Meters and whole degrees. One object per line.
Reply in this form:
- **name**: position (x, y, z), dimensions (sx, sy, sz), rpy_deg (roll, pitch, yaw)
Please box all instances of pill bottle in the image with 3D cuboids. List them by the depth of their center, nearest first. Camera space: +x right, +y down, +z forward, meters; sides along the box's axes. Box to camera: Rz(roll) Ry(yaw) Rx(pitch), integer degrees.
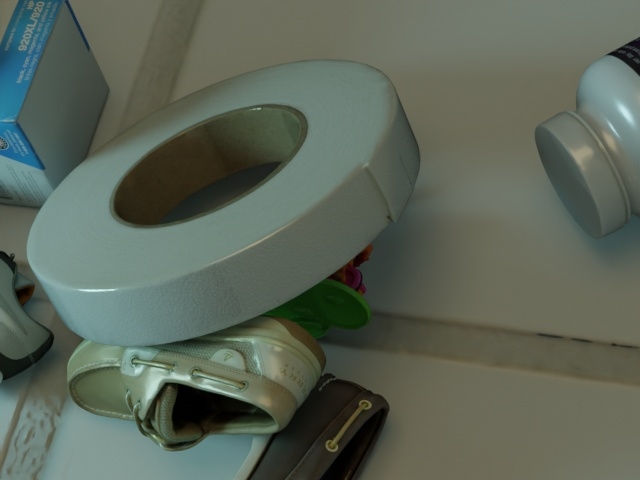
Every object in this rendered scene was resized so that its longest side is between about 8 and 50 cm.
- **pill bottle**: position (0.375, -0.131, 1.489), dimensions (0.323, 0.181, 0.181), rpy_deg (-28, 59, -5)

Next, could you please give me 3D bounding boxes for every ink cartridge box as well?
- **ink cartridge box**: position (-0.377, -0.155, 1.666), dimensions (0.233, 0.171, 0.168), rpy_deg (6, 61, 15)

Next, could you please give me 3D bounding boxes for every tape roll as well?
- **tape roll**: position (-0.094, -0.045, 1.495), dimensions (0.392, 0.072, 0.392), rpy_deg (-20, 28, 11)

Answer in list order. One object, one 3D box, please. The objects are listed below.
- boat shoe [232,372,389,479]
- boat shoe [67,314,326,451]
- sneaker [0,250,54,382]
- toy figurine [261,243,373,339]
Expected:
- **boat shoe**: position (-0.037, 0.263, 1.388), dimensions (0.097, 0.116, 0.324), rpy_deg (13, 58, 22)
- **boat shoe**: position (-0.134, 0.137, 1.428), dimensions (0.302, 0.109, 0.098), rpy_deg (-7, 43, 38)
- **sneaker**: position (-0.363, 0.035, 1.607), dimensions (0.108, 0.100, 0.271), rpy_deg (-25, 63, -16)
- **toy figurine**: position (0.000, 0.000, 1.528), dimensions (0.173, 0.130, 0.159), rpy_deg (4, 51, 32)
